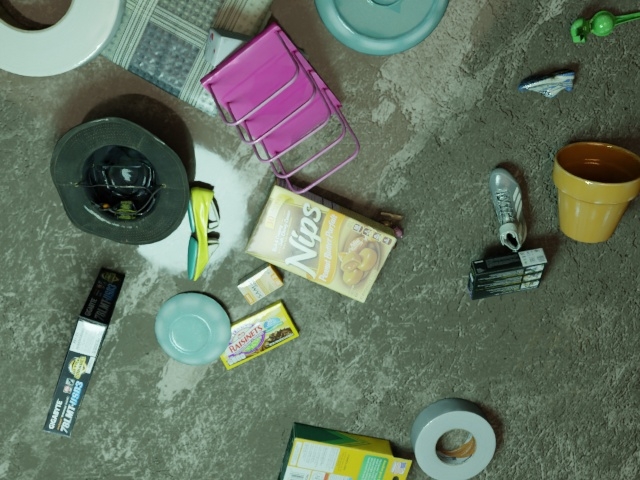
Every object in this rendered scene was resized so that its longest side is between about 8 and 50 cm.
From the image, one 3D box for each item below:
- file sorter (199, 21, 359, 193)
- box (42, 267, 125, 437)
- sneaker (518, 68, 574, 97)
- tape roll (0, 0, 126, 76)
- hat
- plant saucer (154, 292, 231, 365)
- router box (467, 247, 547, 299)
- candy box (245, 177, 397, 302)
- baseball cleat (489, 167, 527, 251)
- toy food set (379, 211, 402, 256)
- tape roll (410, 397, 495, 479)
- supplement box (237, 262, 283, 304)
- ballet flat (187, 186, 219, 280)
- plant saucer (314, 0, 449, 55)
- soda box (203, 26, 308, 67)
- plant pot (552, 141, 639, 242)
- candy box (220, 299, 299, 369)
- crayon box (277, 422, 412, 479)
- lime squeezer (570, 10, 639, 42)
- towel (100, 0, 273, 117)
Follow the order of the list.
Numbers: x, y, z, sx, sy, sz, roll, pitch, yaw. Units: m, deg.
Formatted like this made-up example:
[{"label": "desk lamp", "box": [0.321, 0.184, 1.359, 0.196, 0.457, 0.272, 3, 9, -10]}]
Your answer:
[{"label": "file sorter", "box": [-0.073, -0.267, 1.718, 0.202, 0.182, 0.290, -35, 140, 10]}, {"label": "box", "box": [-0.544, 0.250, 1.863, 0.073, 0.295, 0.293, 21, 107, -13]}, {"label": "sneaker", "box": [0.531, -0.358, 1.881, 0.135, 0.052, 0.058, -12, 114, -1]}, {"label": "tape roll", "box": [-0.602, -0.543, 1.683, 0.391, 0.072, 0.392, 0, 108, 1]}, {"label": "hat", "box": [-0.439, -0.154, 1.819, 0.331, 0.134, 0.331, 1, 127, 1]}, {"label": "plant saucer", "box": [-0.320, 0.227, 1.995, 0.194, 0.037, 0.195, 1, 104, 4]}, {"label": "router box", "box": [0.460, 0.085, 1.993, 0.178, 0.046, 0.133, -10, 147, -2]}, {"label": "candy box", "box": [0.000, 0.000, 1.927, 0.316, 0.087, 0.183, 23, 105, -8]}, {"label": "baseball cleat", "box": [0.455, -0.071, 1.940, 0.072, 0.109, 0.206, -15, 110, 27]}, {"label": "toy food set", "box": [0.163, -0.006, 1.984, 0.077, 0.019, 0.122, 11, 108, -9]}, {"label": "tape roll", "box": [0.355, 0.536, 2.162, 0.219, 0.072, 0.219, -2, 110, -5]}, {"label": "supplement box", "box": [-0.148, 0.105, 1.985, 0.098, 0.036, 0.062, -33, 108, 7]}, {"label": "ballet flat", "box": [-0.278, -0.015, 1.917, 0.077, 0.077, 0.231, -6, 108, -21]}, {"label": "plant saucer", "box": [0.141, -0.568, 1.777, 0.317, 0.044, 0.318, -2, 109, -5]}, {"label": "soda box", "box": [-0.139, -0.400, 1.748, 0.216, 0.074, 0.069, 4, 117, -32]}, {"label": "plant pot", "box": [0.647, -0.105, 1.913, 0.205, 0.205, 0.188, -3, 124, -4]}, {"label": "candy box", "box": [-0.168, 0.239, 2.035, 0.205, 0.027, 0.105, -26, 105, 4]}, {"label": "crayon box", "box": [0.059, 0.623, 2.159, 0.322, 0.083, 0.203, 13, 107, -9]}, {"label": "lime squeezer", "box": [0.640, -0.493, 1.823, 0.310, 0.110, 0.059, -22, 94, -29]}, {"label": "towel", "box": [-0.293, -0.484, 1.770, 0.312, 0.056, 0.324, 28, 107, -11]}]
